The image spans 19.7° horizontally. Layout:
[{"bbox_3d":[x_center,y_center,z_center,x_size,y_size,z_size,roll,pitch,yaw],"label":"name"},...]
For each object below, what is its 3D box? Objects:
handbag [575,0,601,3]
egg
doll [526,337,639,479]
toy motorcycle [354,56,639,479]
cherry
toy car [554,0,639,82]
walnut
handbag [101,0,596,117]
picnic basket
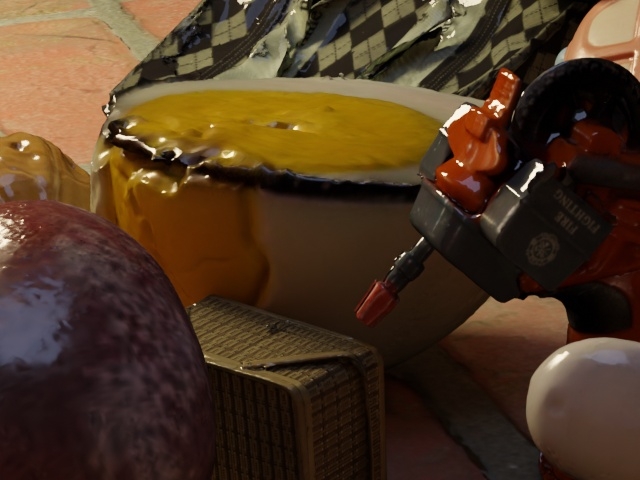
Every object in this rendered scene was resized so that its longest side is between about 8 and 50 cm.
[{"bbox_3d":[0.271,-0.259,1.651,0.211,0.089,0.254,-5,17,-16],"label":"handbag"},{"bbox_3d":[0.000,0.000,1.314,0.337,0.201,0.337,4,21,-2],"label":"egg"},{"bbox_3d":[0.348,0.126,0.940,0.376,0.187,0.365,-17,26,-36],"label":"doll"},{"bbox_3d":[0.175,0.041,1.112,0.325,0.221,0.148,38,4,-30],"label":"toy motorcycle"},{"bbox_3d":[-0.175,0.104,1.037,0.236,0.213,0.285,8,60,1],"label":"cherry"},{"bbox_3d":[0.287,-0.101,1.499,0.212,0.180,0.270,-2,55,27],"label":"toy car"},{"bbox_3d":[-0.239,-0.003,1.422,0.165,0.165,0.197,-10,15,-17],"label":"walnut"},{"bbox_3d":[0.028,-0.142,1.757,0.416,0.180,0.317,13,38,34],"label":"handbag"},{"bbox_3d":[-0.041,0.110,1.146,0.164,0.115,0.079,13,28,38],"label":"picnic basket"}]
